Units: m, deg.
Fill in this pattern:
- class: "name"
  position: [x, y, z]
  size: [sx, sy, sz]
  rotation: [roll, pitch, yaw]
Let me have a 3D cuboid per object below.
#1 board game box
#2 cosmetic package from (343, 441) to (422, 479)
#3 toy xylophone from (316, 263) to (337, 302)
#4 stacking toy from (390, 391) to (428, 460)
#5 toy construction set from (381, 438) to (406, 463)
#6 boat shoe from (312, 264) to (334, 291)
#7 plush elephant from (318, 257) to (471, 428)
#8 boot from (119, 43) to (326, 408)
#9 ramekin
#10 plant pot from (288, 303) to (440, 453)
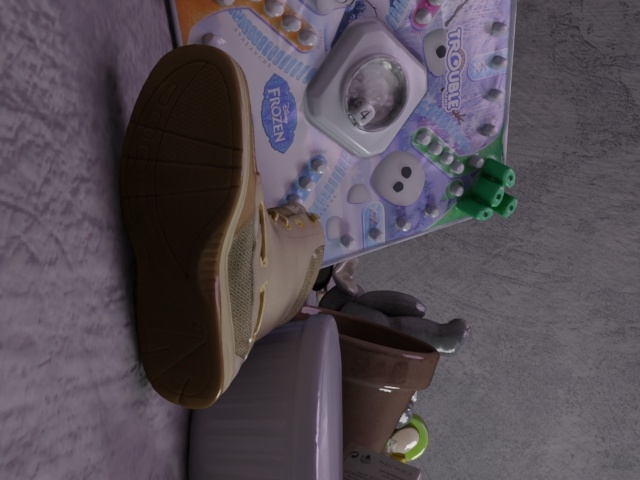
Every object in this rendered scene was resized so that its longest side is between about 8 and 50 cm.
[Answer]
- class: "board game box"
  position: [0.059, -0.152, 0.675]
  size: [0.050, 0.389, 0.390]
  rotation: [42, -37, 53]
- class: "cosmetic package"
  position: [0.019, 0.424, 0.783]
  size: [0.309, 0.113, 0.160]
  rotation: [-49, 144, -43]
- class: "toy xylophone"
  position: [0.044, 0.198, 1.765]
  size: [0.236, 0.081, 0.323]
  rotation: [-74, 161, -69]
- class: "stacking toy"
  position: [0.131, 0.464, 1.627]
  size: [0.130, 0.279, 0.309]
  rotation: [-64, 147, -80]
- class: "toy construction set"
  position: [0.069, 0.418, 1.307]
  size: [0.327, 0.214, 0.151]
  rotation: [37, 52, -82]
- class: "boat shoe"
  position: [0.000, 0.000, 1.430]
  size: [0.069, 0.081, 0.228]
  rotation: [83, 15, -61]
- class: "plush elephant"
  position: [0.091, 0.184, 1.346]
  size: [0.255, 0.329, 0.272]
  rotation: [-98, -150, -65]
- class: "boot"
  position: [-0.062, -0.023, 0.533]
  size: [0.203, 0.095, 0.262]
  rotation: [-34, 128, -65]
- class: "ramekin"
  position: [-0.047, 0.212, 0.682]
  size: [0.273, 0.127, 0.273]
  rotation: [-1, 90, -84]
- class: "plant pot"
  position: [0.028, 0.239, 0.983]
  size: [0.263, 0.262, 0.230]
  rotation: [15, 90, -84]
